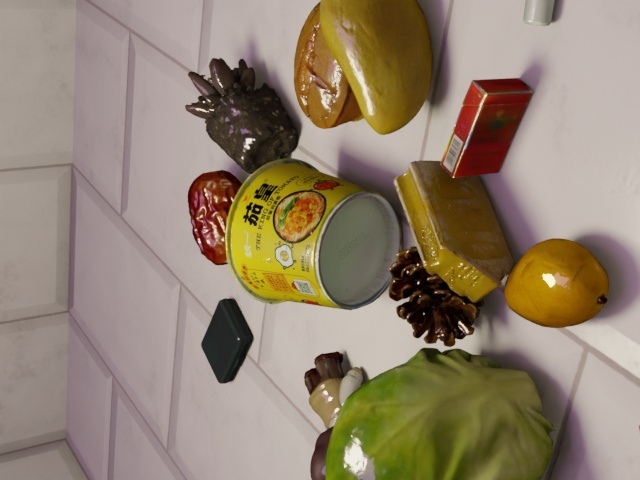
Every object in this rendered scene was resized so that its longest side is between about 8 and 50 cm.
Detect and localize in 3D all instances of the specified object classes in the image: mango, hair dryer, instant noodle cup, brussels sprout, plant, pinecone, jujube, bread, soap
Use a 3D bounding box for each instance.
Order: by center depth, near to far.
[{"bbox_3d":[0.382,0.072,1.575,0.227,0.109,0.147,-18,96,64],"label":"mango"},{"bbox_3d":[0.339,-0.411,1.587,0.137,0.047,0.082,39,130,54],"label":"hair dryer"},{"bbox_3d":[0.245,-0.016,1.697,0.080,0.160,0.257,-49,52,48],"label":"soap"},{"bbox_3d":[0.190,0.413,1.718,0.342,0.361,0.425,41,131,52],"label":"brussels sprout"},{"bbox_3d":[0.223,0.100,1.776,0.212,0.169,0.185,-120,21,-51],"label":"pinecone"},{"bbox_3d":[0.117,-0.378,1.807,0.331,0.195,0.142,65,169,-2],"label":"mango"},{"bbox_3d":[0.034,-0.366,1.986,0.195,0.143,0.269,48,133,41],"label":"bread"},{"bbox_3d":[0.000,0.000,1.994,0.254,0.326,0.325,14,109,45],"label":"instant noodle cup"},{"bbox_3d":[-0.190,-0.317,2.331,0.181,0.194,0.320,-54,57,33],"label":"plant"},{"bbox_3d":[-0.259,-0.061,2.494,0.174,0.174,0.250,-15,87,58],"label":"jujube"}]

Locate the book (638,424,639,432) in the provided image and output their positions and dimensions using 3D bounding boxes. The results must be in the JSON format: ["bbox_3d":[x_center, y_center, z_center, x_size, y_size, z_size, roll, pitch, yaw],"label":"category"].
[{"bbox_3d":[0.552,0.374,1.466,0.118,0.012,0.172,-6,93,58],"label":"book"}]

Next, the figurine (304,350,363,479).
[{"bbox_3d":[0.071,0.437,2.134,0.218,0.206,0.365,-44,32,27],"label":"figurine"}]

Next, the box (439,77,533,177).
[{"bbox_3d":[0.286,-0.196,1.654,0.048,0.112,0.175,52,137,39],"label":"box"}]

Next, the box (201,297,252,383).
[{"bbox_3d":[-0.269,0.286,2.701,0.160,0.050,0.230,59,142,30],"label":"box"}]
